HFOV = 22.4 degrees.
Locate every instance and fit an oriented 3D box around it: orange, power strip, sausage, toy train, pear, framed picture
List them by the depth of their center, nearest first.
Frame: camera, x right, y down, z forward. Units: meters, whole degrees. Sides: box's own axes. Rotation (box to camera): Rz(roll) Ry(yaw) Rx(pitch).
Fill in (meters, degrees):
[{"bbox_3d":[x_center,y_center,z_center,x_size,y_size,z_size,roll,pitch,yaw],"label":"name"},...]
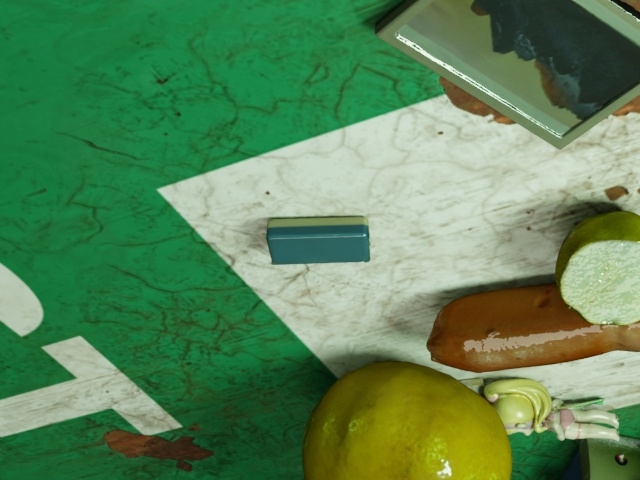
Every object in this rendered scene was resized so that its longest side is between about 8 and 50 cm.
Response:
[{"bbox_3d":[0.216,-0.202,1.639,0.265,0.018,0.192,28,135,-27],"label":"framed picture"},{"bbox_3d":[0.331,0.024,1.849,0.141,0.104,0.141,-1,119,-2],"label":"pear"},{"bbox_3d":[0.000,0.000,1.906,0.123,0.032,0.056,-1,142,7],"label":"power strip"},{"bbox_3d":[0.299,0.098,1.955,0.348,0.094,0.097,-8,154,13],"label":"sausage"},{"bbox_3d":[0.107,0.289,2.093,0.279,0.235,0.279,20,152,11],"label":"orange"},{"bbox_3d":[0.465,0.373,2.268,0.299,0.131,0.202,11,134,-9],"label":"toy train"}]

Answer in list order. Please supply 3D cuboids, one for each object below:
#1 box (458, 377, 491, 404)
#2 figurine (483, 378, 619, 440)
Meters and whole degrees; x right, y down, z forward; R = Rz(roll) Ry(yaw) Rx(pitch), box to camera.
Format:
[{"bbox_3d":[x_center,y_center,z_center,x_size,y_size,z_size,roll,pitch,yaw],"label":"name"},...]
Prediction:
[{"bbox_3d":[0.206,0.213,2.173,0.046,0.012,0.083,-8,140,17],"label":"box"},{"bbox_3d":[0.306,0.226,2.139,0.187,0.083,0.083,11,142,3],"label":"figurine"}]
